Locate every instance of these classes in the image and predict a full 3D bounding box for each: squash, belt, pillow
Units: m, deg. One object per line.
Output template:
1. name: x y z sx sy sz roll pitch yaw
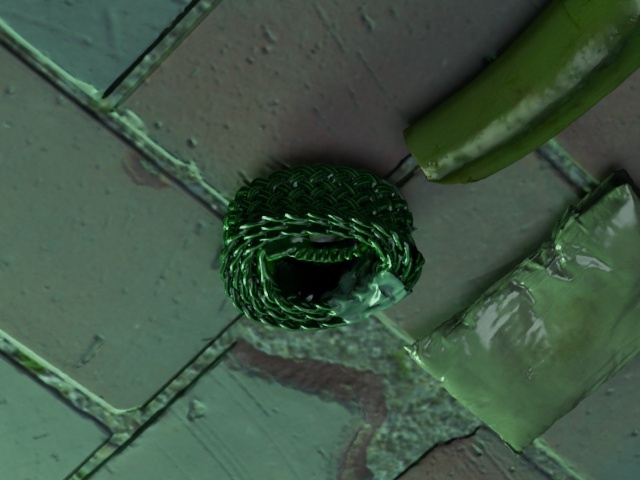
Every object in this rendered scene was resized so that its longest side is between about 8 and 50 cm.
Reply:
1. squash: 0.170 -0.130 1.058 0.083 0.083 0.250 39 112 -24
2. belt: 0.000 0.000 1.114 0.151 0.079 0.121 -6 130 10
3. pillow: 0.194 0.061 1.181 0.230 0.050 0.148 -41 111 19
